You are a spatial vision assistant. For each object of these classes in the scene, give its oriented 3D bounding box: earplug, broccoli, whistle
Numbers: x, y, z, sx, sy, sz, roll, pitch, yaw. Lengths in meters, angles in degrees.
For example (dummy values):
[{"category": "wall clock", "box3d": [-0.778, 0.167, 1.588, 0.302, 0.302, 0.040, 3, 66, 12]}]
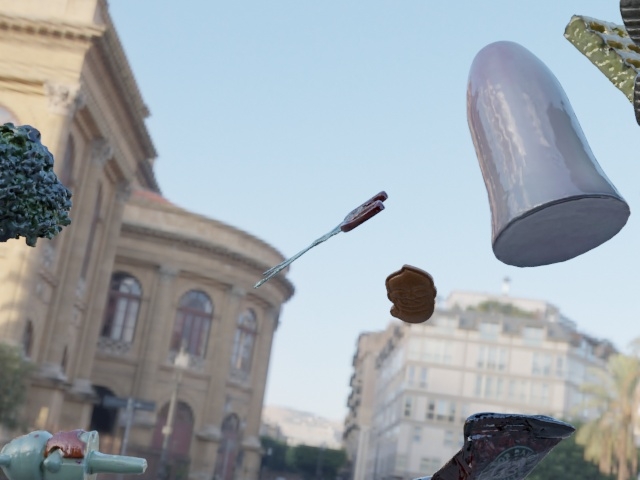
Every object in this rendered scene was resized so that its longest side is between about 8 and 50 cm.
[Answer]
[{"category": "earplug", "box3d": [0.266, -0.137, 1.222, 0.172, 0.301, 0.172, -10, -28, -5]}, {"category": "broccoli", "box3d": [-0.461, -0.032, 1.244, 0.304, 0.165, 0.145, -28, 6, 36]}, {"category": "whistle", "box3d": [-0.408, 0.354, 1.516, 0.253, 0.105, 0.101, 4, 21, 3]}]

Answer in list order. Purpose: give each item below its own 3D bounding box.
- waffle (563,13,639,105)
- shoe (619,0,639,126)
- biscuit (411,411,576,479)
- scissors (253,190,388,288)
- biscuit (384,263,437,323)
[{"category": "waffle", "box3d": [0.587, -0.316, 1.726, 0.221, 0.248, 0.055, -2, -44, -41]}, {"category": "shoe", "box3d": [0.483, -0.286, 1.169, 0.172, 0.198, 0.351, 20, -49, 35]}, {"category": "biscuit", "box3d": [0.214, 0.294, 1.243, 0.151, 0.063, 0.235, -1, -36, -27]}, {"category": "scissors", "box3d": [0.000, 0.000, 1.500, 0.248, 0.017, 0.144, -33, 6, 13]}, {"category": "biscuit", "box3d": [0.174, 0.104, 1.812, 0.102, 0.019, 0.130, 4, -60, 16]}]
